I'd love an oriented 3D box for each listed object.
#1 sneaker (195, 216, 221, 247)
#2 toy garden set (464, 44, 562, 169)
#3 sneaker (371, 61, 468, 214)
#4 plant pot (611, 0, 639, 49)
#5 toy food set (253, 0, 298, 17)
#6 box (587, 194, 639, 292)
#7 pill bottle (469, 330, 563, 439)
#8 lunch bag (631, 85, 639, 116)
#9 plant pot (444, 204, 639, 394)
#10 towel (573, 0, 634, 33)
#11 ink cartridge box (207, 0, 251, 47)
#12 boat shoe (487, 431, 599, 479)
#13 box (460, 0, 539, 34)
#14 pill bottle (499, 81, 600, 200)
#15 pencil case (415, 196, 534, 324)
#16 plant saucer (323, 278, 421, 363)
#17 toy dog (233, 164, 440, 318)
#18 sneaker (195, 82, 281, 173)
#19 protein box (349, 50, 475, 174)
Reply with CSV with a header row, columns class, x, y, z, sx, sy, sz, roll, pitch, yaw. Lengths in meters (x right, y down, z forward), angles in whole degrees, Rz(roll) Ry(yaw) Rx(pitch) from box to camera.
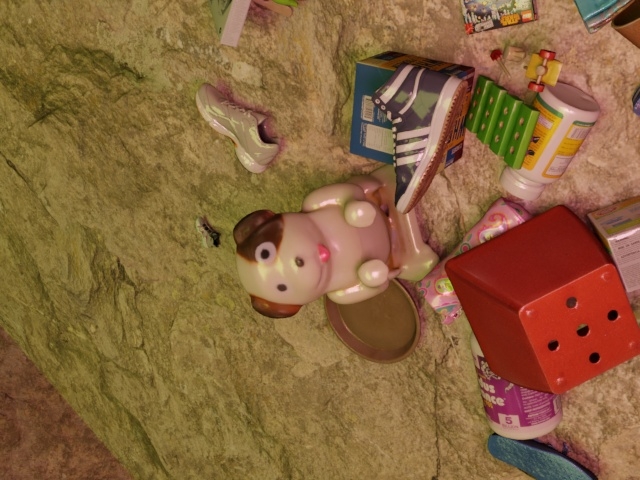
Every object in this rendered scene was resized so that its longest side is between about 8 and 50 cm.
class,x,y,z,sx,sy,sz,roll,pitch,yaw
sneaker,-0.311,-0.023,2.016,0.069,0.038,0.098,2,123,34
toy garden set,0.357,-0.266,1.314,0.049,0.244,0.203,6,116,-14
sneaker,0.159,-0.198,1.354,0.153,0.099,0.282,27,119,16
plant pot,0.623,-0.322,1.080,0.254,0.237,0.237,43,132,-9
toy food set,-0.071,-0.562,1.519,0.192,0.133,0.038,-50,35,41
box,0.559,0.000,1.261,0.114,0.203,0.103,-21,99,16
pill bottle,0.415,0.259,1.536,0.169,0.169,0.301,-3,110,37
lunch bag,0.584,-0.250,1.227,0.067,0.065,0.098,29,127,2
plant pot,0.424,0.126,1.296,0.267,0.236,0.267,-27,105,0
towel,0.505,-0.536,1.080,0.370,0.040,0.271,-38,58,42
ink cartridge box,-0.188,-0.577,1.557,0.224,0.045,0.223,-62,33,37
boat shoe,0.519,0.496,1.640,0.258,0.089,0.109,28,113,29
box,0.332,-0.446,1.336,0.137,0.027,0.093,-2,112,37
pill bottle,0.423,-0.182,1.343,0.118,0.118,0.208,35,128,18
pencil case,0.326,0.042,1.474,0.124,0.124,0.284,44,110,10
plant saucer,0.132,0.180,1.790,0.278,0.041,0.277,17,121,30
toy dog,0.000,0.000,1.538,0.396,0.408,0.284,6,109,41
sneaker,-0.193,-0.299,1.761,0.121,0.099,0.262,-38,96,34
protein box,0.185,-0.264,1.462,0.201,0.136,0.199,20,122,28
